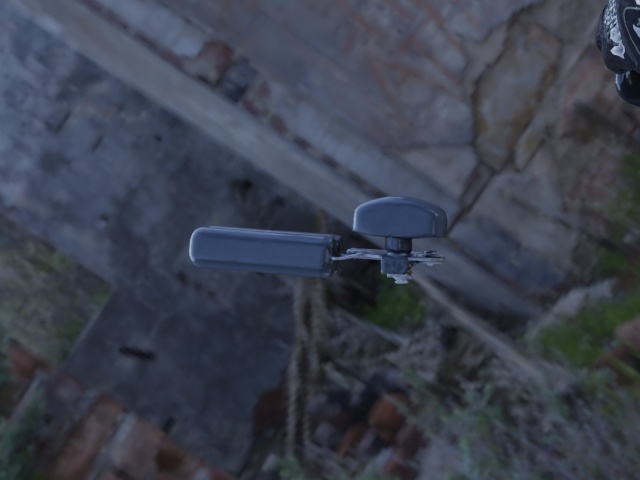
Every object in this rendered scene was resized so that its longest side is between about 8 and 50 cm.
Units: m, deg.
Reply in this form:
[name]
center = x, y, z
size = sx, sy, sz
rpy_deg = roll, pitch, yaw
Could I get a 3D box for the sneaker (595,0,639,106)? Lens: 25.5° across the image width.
[sneaker]
center = 0.178, -0.133, 0.606
size = 0.227, 0.087, 0.130
rpy_deg = -54, -17, -42

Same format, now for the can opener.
[can opener]
center = 0.000, 0.000, 1.517
size = 0.074, 0.280, 0.093
rpy_deg = -1, -89, -77
